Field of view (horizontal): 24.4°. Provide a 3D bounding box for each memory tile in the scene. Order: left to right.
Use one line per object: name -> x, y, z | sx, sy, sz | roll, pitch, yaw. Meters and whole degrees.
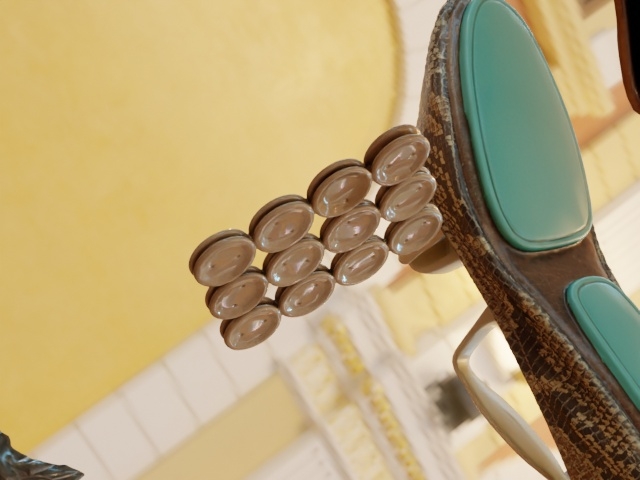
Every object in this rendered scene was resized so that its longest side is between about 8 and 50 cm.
memory tile -> 0.000, 0.000, 0.824 | 0.012, 0.148, 0.113 | 56, -8, 32

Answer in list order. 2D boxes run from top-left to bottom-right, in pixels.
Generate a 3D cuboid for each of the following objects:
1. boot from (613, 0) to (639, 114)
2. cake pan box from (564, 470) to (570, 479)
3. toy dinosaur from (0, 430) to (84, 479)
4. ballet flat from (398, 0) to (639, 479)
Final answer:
boot -> 0.171, -0.119, 0.618 | 0.096, 0.280, 0.264 | 7, -59, 15
cake pan box -> 0.277, 0.310, 1.325 | 0.246, 0.267, 0.070 | 47, -2, -27
toy dinosaur -> -0.235, 0.200, 0.760 | 0.164, 0.218, 0.322 | -6, -53, 32
ballet flat -> 0.163, 0.042, 1.182 | 0.182, 0.164, 0.483 | -38, -110, 38
